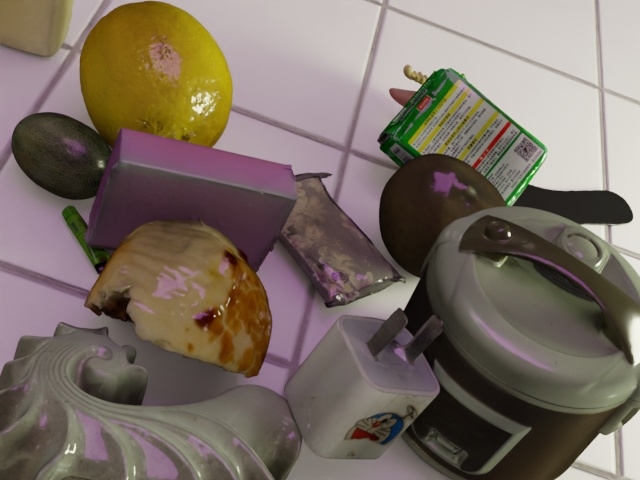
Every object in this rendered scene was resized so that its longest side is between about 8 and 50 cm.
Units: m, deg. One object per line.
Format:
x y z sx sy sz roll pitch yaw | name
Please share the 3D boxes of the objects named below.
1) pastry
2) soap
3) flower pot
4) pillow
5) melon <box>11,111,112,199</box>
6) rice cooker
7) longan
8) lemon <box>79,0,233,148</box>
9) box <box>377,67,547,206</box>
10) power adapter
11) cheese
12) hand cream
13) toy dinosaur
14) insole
-0.164 0.058 1.314 0.236 0.170 0.256 20 1 -8 | pastry
-0.184 -0.049 1.442 0.259 0.181 0.081 11 44 -20 | soap
-0.201 0.245 1.179 0.367 0.164 0.254 20 31 -11 | flower pot
0.000 0.000 1.580 0.169 0.059 0.255 -18 59 -37 | pillow
-0.371 -0.122 1.492 0.167 0.114 0.114 28 43 7 | melon
0.265 0.142 1.364 0.335 0.325 0.335 13 44 -13 | rice cooker
0.188 -0.032 1.589 0.220 0.196 0.196 36 39 -22 | longan
-0.253 -0.241 1.577 0.263 0.236 0.236 50 46 0 | lemon
0.240 -0.152 1.720 0.250 0.103 0.180 40 83 -4 | box
0.068 0.158 1.251 0.130 0.205 0.125 10 39 -37 | power adapter
-0.512 -0.452 1.637 0.242 0.265 0.124 24 45 0 | cheese
-0.331 0.000 1.457 0.036 0.023 0.122 -14 56 -44 | hand cream
0.188 -0.207 1.836 0.177 0.152 0.194 -27 81 -15 | toy dinosaur
0.423 -0.063 1.863 0.348 0.009 0.119 1 50 -23 | insole
